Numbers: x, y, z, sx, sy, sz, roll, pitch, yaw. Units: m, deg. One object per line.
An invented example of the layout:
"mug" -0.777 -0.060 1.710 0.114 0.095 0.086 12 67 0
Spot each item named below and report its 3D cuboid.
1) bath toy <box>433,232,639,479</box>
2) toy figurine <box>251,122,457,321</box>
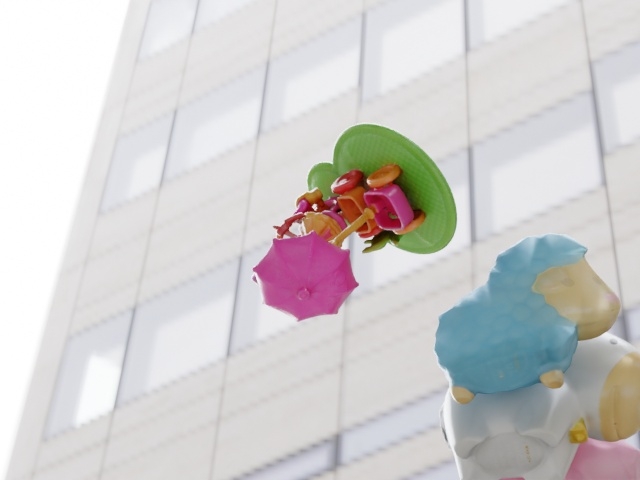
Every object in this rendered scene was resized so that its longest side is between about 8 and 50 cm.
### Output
"bath toy" 0.169 0.160 1.373 0.151 0.129 0.348 -5 -47 7
"toy figurine" 0.000 0.000 1.550 0.173 0.159 0.130 -4 -59 51
